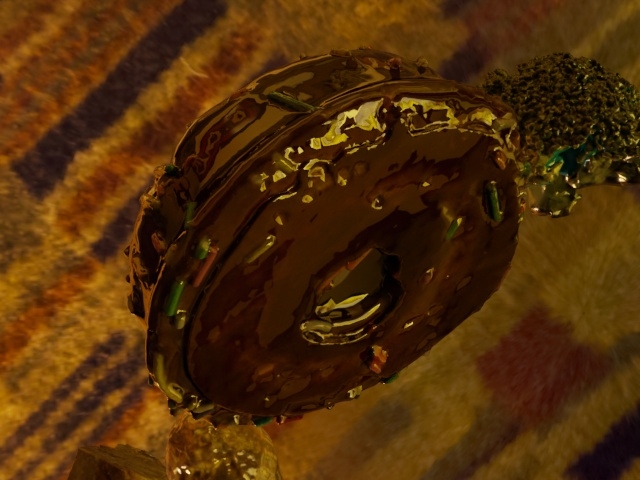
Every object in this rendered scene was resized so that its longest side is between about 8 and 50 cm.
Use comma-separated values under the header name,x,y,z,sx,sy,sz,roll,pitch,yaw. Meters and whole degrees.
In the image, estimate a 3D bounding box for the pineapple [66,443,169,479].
name,x,y,z,sx,sy,sz,roll,pitch,yaw
pineapple,-0.204,0.288,1.273,0.186,0.236,0.114,27,75,-30

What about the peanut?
name,x,y,z,sx,sy,sz,roll,pitch,yaw
peanut,-0.063,0.209,0.925,0.087,0.087,0.206,-14,121,12

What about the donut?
name,x,y,z,sx,sy,sz,roll,pitch,yaw
donut,0.000,0.000,0.614,0.235,0.235,0.089,-45,54,7

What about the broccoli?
name,x,y,z,sx,sy,sz,roll,pitch,yaw
broccoli,0.214,-0.086,1.033,0.167,0.154,0.160,1,121,3
